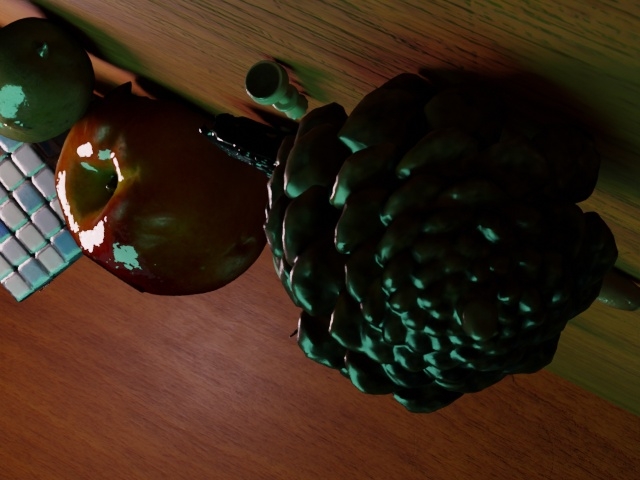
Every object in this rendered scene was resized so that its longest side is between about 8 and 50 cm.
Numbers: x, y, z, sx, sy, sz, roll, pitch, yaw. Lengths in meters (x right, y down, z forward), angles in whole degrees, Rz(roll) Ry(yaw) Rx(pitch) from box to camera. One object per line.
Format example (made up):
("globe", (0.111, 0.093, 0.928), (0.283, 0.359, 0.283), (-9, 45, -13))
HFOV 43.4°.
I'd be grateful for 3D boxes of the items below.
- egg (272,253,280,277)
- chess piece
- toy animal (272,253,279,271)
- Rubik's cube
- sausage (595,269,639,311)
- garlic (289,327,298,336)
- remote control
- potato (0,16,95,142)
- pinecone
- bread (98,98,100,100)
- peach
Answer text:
("egg", (-0.018, 0.036, 1.826), (0.182, 0.183, 0.264), (29, -178, -25))
("chess piece", (-0.037, -0.143, 0.789), (0.042, 0.042, 0.093), (26, -178, 22))
("toy animal", (-0.001, 0.012, 1.530), (0.154, 0.167, 0.250), (-25, 165, 26))
("Rubik's cube", (-0.540, -0.103, 1.614), (0.293, 0.292, 0.287), (50, -155, -9))
("sausage", (0.270, 0.026, 0.865), (0.186, 0.043, 0.043), (29, 175, -15))
("garlic", (0.115, 0.091, 1.429), (0.338, 0.196, 0.151), (9, 153, -16))
("remote control", (0.037, -0.072, 0.996), (0.398, 0.062, 0.144), (24, 175, 26))
("potato", (-0.416, -0.238, 1.176), (0.159, 0.174, 0.251), (31, 160, -13))
("pinecone", (0.073, -0.007, 0.597), (0.244, 0.244, 0.309), (30, -169, -30))
("bread", (-0.542, -0.241, 1.923), (0.236, 0.165, 0.375), (22, 174, 11))
("peach", (-0.265, -0.066, 1.369), (0.335, 0.310, 0.406), (22, 171, 27))
